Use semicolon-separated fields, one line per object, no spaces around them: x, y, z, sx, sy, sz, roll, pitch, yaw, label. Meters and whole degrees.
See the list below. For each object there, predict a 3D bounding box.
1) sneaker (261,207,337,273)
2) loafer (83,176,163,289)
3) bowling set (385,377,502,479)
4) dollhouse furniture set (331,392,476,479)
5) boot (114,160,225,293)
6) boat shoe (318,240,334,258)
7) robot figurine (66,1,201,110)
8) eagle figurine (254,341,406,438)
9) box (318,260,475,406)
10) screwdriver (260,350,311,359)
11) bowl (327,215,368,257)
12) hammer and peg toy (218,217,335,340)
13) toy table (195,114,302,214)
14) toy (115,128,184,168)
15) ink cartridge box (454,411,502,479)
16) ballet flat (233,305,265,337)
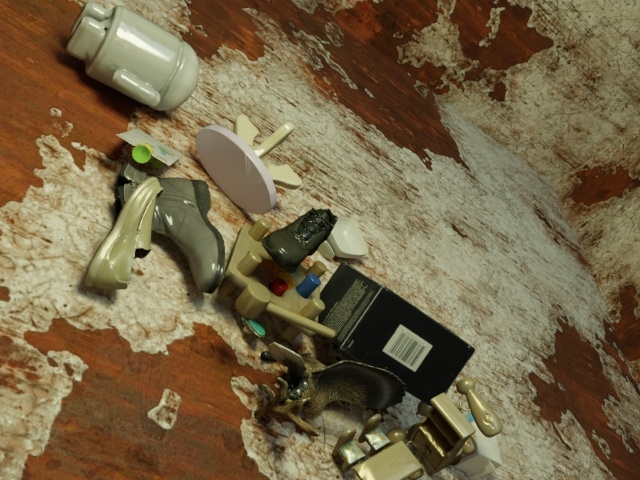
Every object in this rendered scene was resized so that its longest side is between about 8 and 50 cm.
-0.042;-0.017;1.511;0.109;0.130;0.286;46;22;0;sneaker
-0.384;-0.009;1.330;0.092;0.102;0.268;30;64;-13;loafer
0.290;0.484;1.623;0.287;0.199;0.154;-24;62;-12;bowling set
0.190;0.456;1.394;0.242;0.161;0.212;-17;51;-34;dollhouse furniture set
-0.351;-0.025;1.461;0.223;0.118;0.338;10;41;-35;boot
0.000;0.000;1.882;0.125;0.046;0.038;44;36;10;boat shoe
-0.467;-0.469;1.692;0.354;0.200;0.299;24;44;-32;robot figurine
0.007;0.323;1.416;0.298;0.225;0.226;-14;53;-43;eagle figurine
0.161;0.222;1.591;0.296;0.182;0.294;35;-1;-18;box
-0.079;0.270;1.528;0.170;0.025;0.024;14;43;-53;screwdriver
0.066;-0.002;1.952;0.142;0.053;0.142;5;50;-47;bowl
-0.104;0.118;1.502;0.266;0.127;0.361;37;22;-16;hammer and peg toy
-0.183;-0.215;1.738;0.161;0.252;0.274;-40;100;-42;toy table
-0.417;-0.213;1.576;0.137;0.056;0.237;30;6;-10;toy
0.408;0.550;1.719;0.090;0.092;0.143;31;35;-24;ink cartridge box
-0.165;0.187;1.485;0.041;0.041;0.114;3;41;-48;ballet flat
